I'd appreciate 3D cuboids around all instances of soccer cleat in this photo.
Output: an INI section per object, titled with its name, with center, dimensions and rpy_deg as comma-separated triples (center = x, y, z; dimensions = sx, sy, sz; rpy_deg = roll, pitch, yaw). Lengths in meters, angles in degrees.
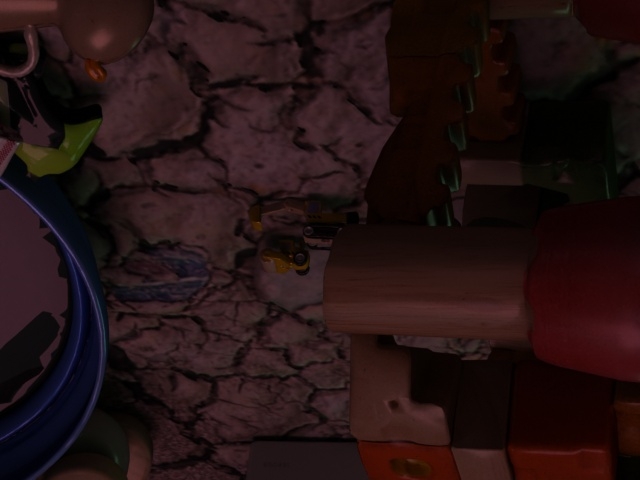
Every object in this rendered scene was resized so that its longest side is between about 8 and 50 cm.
[soccer cleat]
center = -0.225, -0.112, 0.850
dimensions = 0.179, 0.060, 0.072
rpy_deg = 36, 108, -25

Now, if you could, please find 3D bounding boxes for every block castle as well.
[block castle]
center = 0.170, 0.049, 0.788
dimensions = 0.213, 0.303, 0.453
rpy_deg = 2, 144, 18

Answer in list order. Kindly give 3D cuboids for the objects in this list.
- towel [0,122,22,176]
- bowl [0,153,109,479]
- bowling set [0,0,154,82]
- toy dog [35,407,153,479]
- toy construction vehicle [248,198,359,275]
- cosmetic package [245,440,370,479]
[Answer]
[towel]
center = -0.310, -0.063, 0.826
dimensions = 0.197, 0.029, 0.144
rpy_deg = 31, 122, -20
[bowl]
center = -0.354, 0.051, 0.969
dimensions = 0.391, 0.077, 0.391
rpy_deg = -1, 124, -2
[bowling set]
center = -0.115, -0.221, 0.611
dimensions = 0.154, 0.287, 0.200
rpy_deg = 12, -173, 7
[toy dog]
center = -0.315, 0.198, 1.186
dimensions = 0.334, 0.161, 0.220
rpy_deg = -12, -169, -21
[toy construction vehicle]
center = 0.000, 0.000, 0.980
dimensions = 0.098, 0.035, 0.086
rpy_deg = 2, 155, 11
[cosmetic package]
center = 0.030, 0.417, 1.371
dimensions = 0.162, 0.230, 0.453
rpy_deg = -1, 144, 10
